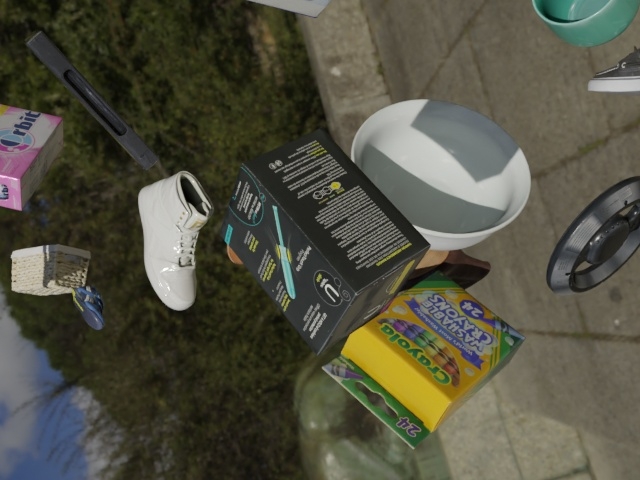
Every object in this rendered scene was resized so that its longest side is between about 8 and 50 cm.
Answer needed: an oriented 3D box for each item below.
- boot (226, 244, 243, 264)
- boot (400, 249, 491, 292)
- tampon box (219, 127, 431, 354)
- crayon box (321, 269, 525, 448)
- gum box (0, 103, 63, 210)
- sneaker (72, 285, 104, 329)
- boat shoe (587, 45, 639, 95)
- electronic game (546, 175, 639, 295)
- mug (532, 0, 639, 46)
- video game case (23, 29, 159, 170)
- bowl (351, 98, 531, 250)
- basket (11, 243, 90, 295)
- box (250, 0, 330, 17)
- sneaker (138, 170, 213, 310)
[{"bbox_3d":[-0.091,-0.008,1.448,0.197,0.073,0.152,-57,29,21],"label":"boot"},{"bbox_3d":[0.192,0.088,1.700,0.207,0.248,0.090,23,-139,-34],"label":"boot"},{"bbox_3d":[0.000,0.000,0.804,0.161,0.101,0.120,49,145,16],"label":"tampon box"},{"bbox_3d":[0.183,0.188,1.441,0.203,0.323,0.083,39,129,21],"label":"crayon box"},{"bbox_3d":[-0.483,-0.129,1.315,0.188,0.107,0.062,-79,2,-51],"label":"gum box"},{"bbox_3d":[-0.518,0.147,1.938,0.144,0.059,0.053,45,139,40],"label":"sneaker"},{"bbox_3d":[0.500,-0.263,1.294,0.228,0.080,0.076,-165,79,-68],"label":"boat shoe"},{"bbox_3d":[0.443,-0.004,1.331,0.048,0.229,0.229,47,159,34],"label":"electronic game"},{"bbox_3d":[0.374,-0.340,1.152,0.097,0.158,0.129,26,-165,-49],"label":"mug"},{"bbox_3d":[-0.372,-0.231,1.361,0.248,0.035,0.275,49,174,-23],"label":"video game case"},{"bbox_3d":[0.189,-0.087,1.429,0.134,0.298,0.298,101,155,-52],"label":"bowl"},{"bbox_3d":[-0.658,0.075,2.064,0.113,0.167,0.103,19,-111,-56],"label":"basket"},{"bbox_3d":[-0.047,-0.356,1.025,0.072,0.126,0.137,-35,52,57],"label":"box"},{"bbox_3d":[-0.301,-0.003,1.844,0.169,0.108,0.292,-20,82,43],"label":"sneaker"}]
